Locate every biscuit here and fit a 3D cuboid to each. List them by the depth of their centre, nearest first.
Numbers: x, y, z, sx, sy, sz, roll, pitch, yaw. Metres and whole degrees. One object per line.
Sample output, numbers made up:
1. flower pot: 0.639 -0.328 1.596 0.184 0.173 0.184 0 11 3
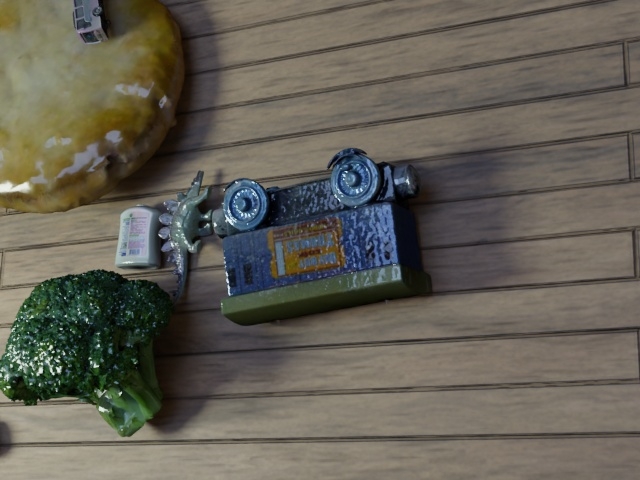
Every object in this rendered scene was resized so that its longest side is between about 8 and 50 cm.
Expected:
1. biscuit: -0.418 -0.243 1.758 0.446 0.104 0.429 15 69 19

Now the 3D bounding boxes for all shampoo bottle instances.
1. shampoo bottle: -0.270 -0.007 1.681 0.072 0.043 0.099 -4 74 25

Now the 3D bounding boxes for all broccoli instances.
1. broccoli: -0.322 0.158 1.582 0.269 0.261 0.241 -39 102 16

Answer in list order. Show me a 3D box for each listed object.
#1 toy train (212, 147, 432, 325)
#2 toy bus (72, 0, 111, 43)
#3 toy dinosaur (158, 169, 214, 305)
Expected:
1. toy train: 0.000 0.000 1.504 0.300 0.131 0.202 -12 78 24
2. toy bus: -0.354 -0.359 1.719 0.052 0.037 0.130 -15 59 4
3. toy dinosaur: -0.200 -0.003 1.647 0.082 0.039 0.209 2 78 27
